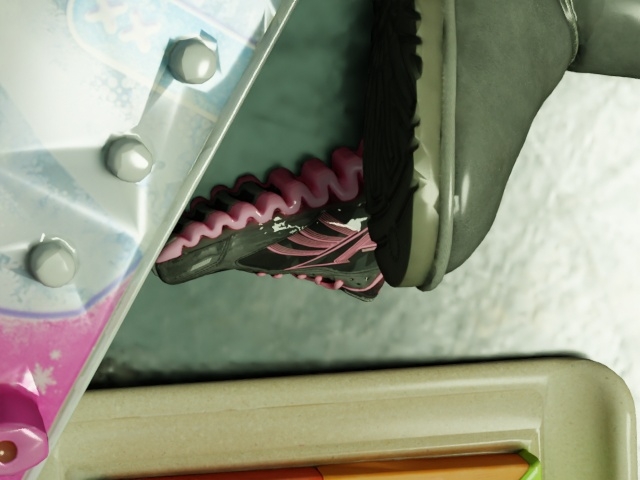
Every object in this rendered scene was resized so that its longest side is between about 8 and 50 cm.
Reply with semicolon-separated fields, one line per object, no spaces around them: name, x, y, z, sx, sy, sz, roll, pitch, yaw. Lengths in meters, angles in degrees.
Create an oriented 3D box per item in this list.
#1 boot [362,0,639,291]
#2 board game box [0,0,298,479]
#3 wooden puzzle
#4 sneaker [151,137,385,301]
boot;0.123;-0.062;0.530;0.208;0.076;0.190;10;70;-11
board game box;-0.181;-0.133;0.450;0.390;0.050;0.390;28;92;-20
wooden puzzle;-0.001;0.159;0.572;0.238;0.044;0.221;-3;96;-5
sneaker;0.000;0.000;0.559;0.119;0.047;0.057;-18;109;-2
